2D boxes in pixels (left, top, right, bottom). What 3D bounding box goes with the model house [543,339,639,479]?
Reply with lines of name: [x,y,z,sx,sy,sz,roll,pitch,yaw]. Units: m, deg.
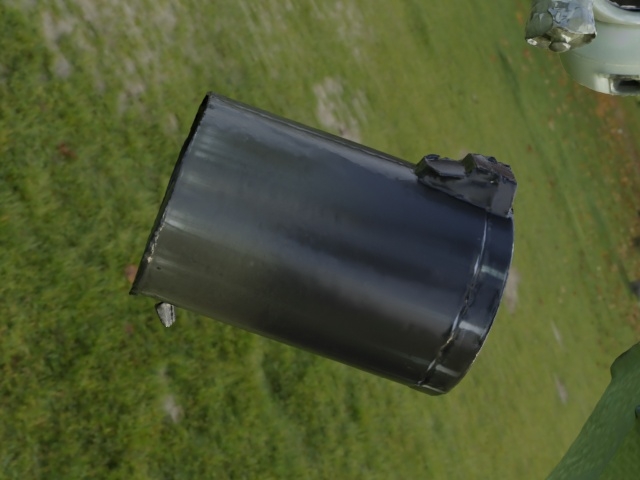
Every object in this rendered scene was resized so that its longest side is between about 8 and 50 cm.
model house: [0.296,0.178,0.708,0.195,0.189,0.214,20,8,-4]

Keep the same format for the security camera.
security camera: [0.307,-0.279,0.916,0.194,0.194,0.236,-88,165,-46]

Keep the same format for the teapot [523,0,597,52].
teapot: [0.148,-0.153,0.595,0.067,0.057,0.083,41,53,-63]

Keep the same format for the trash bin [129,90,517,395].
trash bin: [0.000,0.000,0.890,0.301,0.252,0.203,19,26,-8]
